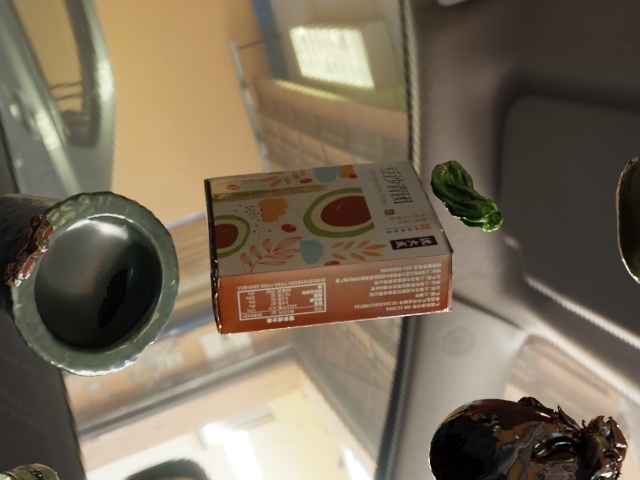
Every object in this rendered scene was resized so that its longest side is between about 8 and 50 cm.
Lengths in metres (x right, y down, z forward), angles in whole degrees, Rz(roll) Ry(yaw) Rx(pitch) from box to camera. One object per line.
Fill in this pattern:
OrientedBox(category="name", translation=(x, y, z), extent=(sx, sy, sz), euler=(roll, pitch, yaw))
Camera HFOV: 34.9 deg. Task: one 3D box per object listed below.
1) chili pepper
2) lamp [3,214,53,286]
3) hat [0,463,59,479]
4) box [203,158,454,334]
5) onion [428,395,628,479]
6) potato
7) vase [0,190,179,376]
OrientedBox(category="chili pepper", translation=(0.111, -0.037, 0.806), extent=(0.030, 0.034, 0.091), euler=(-56, -146, 18))
OrientedBox(category="lamp", translation=(-0.342, 0.016, 1.184), extent=(0.031, 0.083, 0.063), euler=(30, 20, -23))
OrientedBox(category="hat", translation=(-0.502, 0.407, 1.720), extent=(0.122, 0.081, 0.166), euler=(29, -16, 17))
OrientedBox(category="box", translation=(0.000, 0.000, 1.748), extent=(0.344, 0.385, 0.122), euler=(-105, -169, -58))
OrientedBox(category="onion", translation=(0.289, 0.339, 1.485), extent=(0.221, 0.281, 0.281), euler=(-56, 136, -56))
OrientedBox(category="potato", translation=(0.516, -0.017, 1.506), extent=(0.235, 0.160, 0.178), euler=(69, -15, -6))
OrientedBox(category="vase", translation=(-0.373, 0.034, 1.404), extent=(0.291, 0.245, 0.245), euler=(14, -53, 48))
